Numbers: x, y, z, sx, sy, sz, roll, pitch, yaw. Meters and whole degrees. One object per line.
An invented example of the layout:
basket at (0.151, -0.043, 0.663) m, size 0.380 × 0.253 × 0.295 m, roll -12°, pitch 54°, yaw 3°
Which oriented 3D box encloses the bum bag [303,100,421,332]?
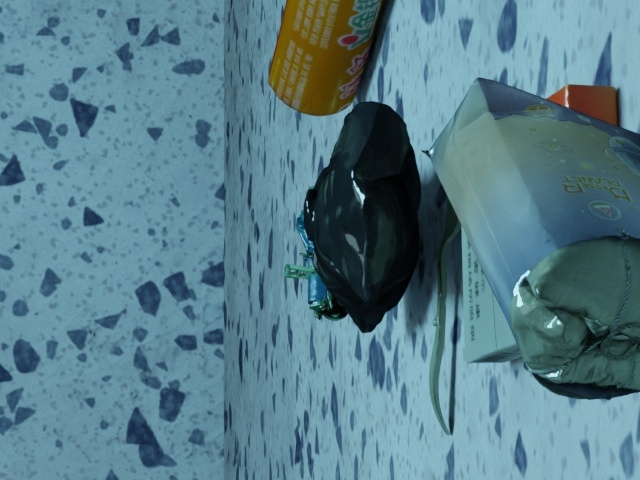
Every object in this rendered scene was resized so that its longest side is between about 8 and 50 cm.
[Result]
bum bag at (0.034, -0.009, 1.380) m, size 0.340 × 0.095 × 0.144 m, roll 87°, pitch -172°, yaw -83°

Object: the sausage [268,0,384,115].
sausage at (0.017, -0.234, 1.615) m, size 0.312 × 0.093 × 0.093 m, roll 108°, pitch 160°, yaw -59°

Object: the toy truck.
toy truck at (0.000, 0.001, 1.741) m, size 0.080 × 0.078 × 0.154 m, roll 124°, pitch 146°, yaw -71°

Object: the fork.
fork at (0.096, 0.041, 1.332) m, size 0.034 × 0.028 × 0.219 m, roll -160°, pitch 67°, yaw -72°

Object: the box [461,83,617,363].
box at (0.129, -0.002, 1.073) m, size 0.245 × 0.035 × 0.139 m, roll 138°, pitch 133°, yaw -78°

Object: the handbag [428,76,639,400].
handbag at (0.123, 0.004, 0.849) m, size 0.095 × 0.117 × 0.173 m, roll -61°, pitch 25°, yaw 29°
